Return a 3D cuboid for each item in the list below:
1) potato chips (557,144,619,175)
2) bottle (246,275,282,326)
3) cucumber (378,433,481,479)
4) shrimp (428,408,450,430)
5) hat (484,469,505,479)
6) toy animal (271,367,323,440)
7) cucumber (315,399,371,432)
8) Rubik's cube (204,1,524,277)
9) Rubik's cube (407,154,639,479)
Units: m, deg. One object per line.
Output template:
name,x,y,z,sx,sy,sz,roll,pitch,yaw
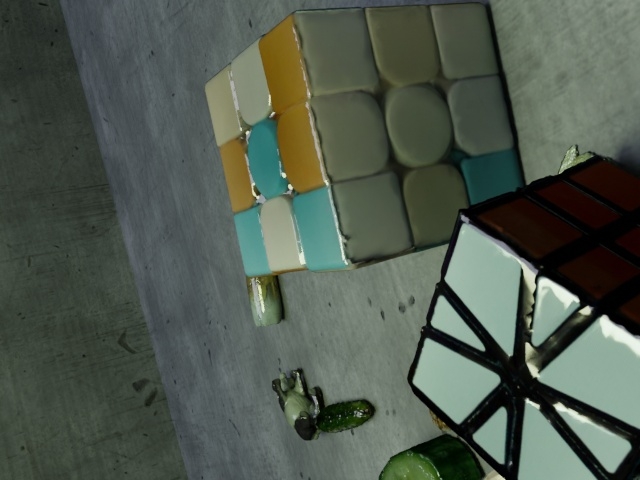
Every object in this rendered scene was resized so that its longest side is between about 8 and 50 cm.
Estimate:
potato chips,0.373,-0.031,0.907,0.209,0.026,0.142,63,151,28
bottle,-0.157,0.090,1.810,0.083,0.083,0.270,-5,95,60
cucumber,0.210,0.460,1.285,0.191,0.130,0.191,16,111,51
shrimp,0.222,0.279,1.274,0.091,0.034,0.161,40,135,48
hat,0.349,0.478,1.095,0.219,0.164,0.226,-22,43,60
toy animal,-0.059,0.416,1.765,0.225,0.093,0.121,39,142,46
cucumber,0.055,0.406,1.586,0.227,0.069,0.069,-34,71,54
Rubik's cube,0.060,-0.145,1.078,0.344,0.346,0.347,-8,93,59
Rubik's cube,0.309,0.111,0.782,0.293,0.283,0.289,41,135,38
